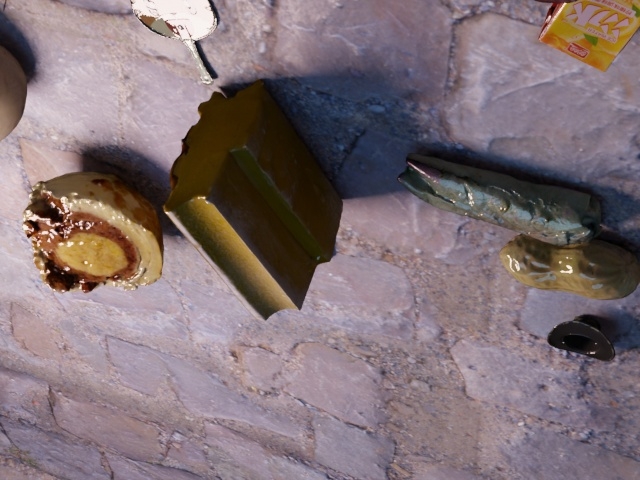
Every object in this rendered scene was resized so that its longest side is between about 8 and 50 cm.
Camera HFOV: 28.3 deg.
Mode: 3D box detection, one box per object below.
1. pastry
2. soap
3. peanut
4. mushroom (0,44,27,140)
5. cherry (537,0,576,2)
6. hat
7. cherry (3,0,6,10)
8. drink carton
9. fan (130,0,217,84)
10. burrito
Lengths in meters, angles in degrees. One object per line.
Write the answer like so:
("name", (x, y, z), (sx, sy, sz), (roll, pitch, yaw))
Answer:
("pastry", (-0.396, -0.030, 2.285), (0.237, 0.170, 0.256), (-2, 133, 4))
("soap", (-0.100, -0.058, 1.953), (0.143, 0.259, 0.281), (-6, 139, 31))
("peanut", (0.374, 0.037, 1.912), (0.214, 0.090, 0.098), (7, -177, 25))
("mushroom", (-0.590, -0.243, 2.105), (0.206, 0.206, 0.209), (39, 179, -19))
("cherry", (0.244, -0.372, 1.330), (0.184, 0.266, 0.213), (0, 158, -28))
("hat", (0.430, 0.153, 2.078), (0.121, 0.050, 0.121), (15, 151, 8))
("cherry", (-0.461, -0.419, 1.840), (0.106, 0.087, 0.126), (29, 130, 7))
("drink carton", (0.347, -0.300, 1.476), (0.096, 0.071, 0.223), (26, 147, -3))
("fan", (-0.205, -0.316, 1.882), (0.152, 0.008, 0.226), (4, 141, 29))
("burrito", (0.264, -0.059, 1.877), (0.309, 0.066, 0.096), (16, 141, 13))
